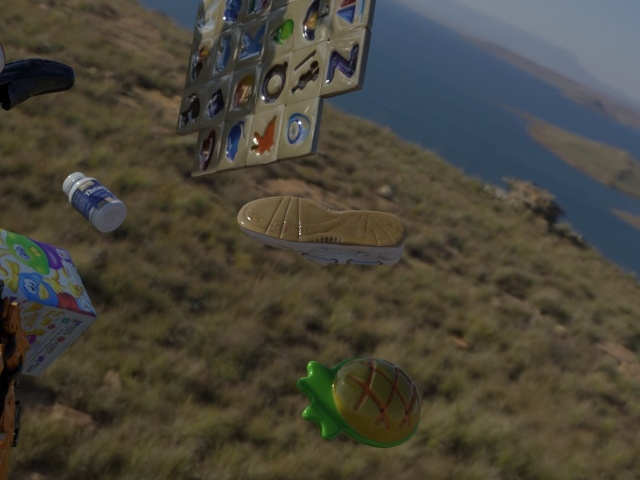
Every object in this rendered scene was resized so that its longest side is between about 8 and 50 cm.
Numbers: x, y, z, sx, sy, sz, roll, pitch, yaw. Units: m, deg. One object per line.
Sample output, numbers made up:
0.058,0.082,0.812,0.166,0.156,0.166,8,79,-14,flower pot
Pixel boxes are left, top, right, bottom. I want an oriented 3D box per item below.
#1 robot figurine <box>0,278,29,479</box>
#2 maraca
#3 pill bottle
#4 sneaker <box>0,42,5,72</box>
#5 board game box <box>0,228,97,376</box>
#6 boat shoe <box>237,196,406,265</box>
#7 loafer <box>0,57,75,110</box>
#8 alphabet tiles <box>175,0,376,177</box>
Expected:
-0.380,0.183,1.000,0.085,0.211,0.291,1,49,-5,robot figurine
0.053,0.209,1.206,0.186,0.099,0.127,7,51,-31,maraca
-0.414,-0.073,1.688,0.120,0.067,0.067,38,20,26,pill bottle
-0.415,-0.204,0.861,0.221,0.087,0.128,37,47,-14,sneaker
-0.471,0.072,1.265,0.275,0.144,0.142,25,26,-54,board game box
0.000,0.000,1.524,0.277,0.096,0.098,10,50,9,boat shoe
-0.504,-0.245,1.499,0.223,0.076,0.078,-10,70,-32,loafer
-0.054,-0.214,0.982,0.011,0.285,0.343,14,-11,-36,alphabet tiles
